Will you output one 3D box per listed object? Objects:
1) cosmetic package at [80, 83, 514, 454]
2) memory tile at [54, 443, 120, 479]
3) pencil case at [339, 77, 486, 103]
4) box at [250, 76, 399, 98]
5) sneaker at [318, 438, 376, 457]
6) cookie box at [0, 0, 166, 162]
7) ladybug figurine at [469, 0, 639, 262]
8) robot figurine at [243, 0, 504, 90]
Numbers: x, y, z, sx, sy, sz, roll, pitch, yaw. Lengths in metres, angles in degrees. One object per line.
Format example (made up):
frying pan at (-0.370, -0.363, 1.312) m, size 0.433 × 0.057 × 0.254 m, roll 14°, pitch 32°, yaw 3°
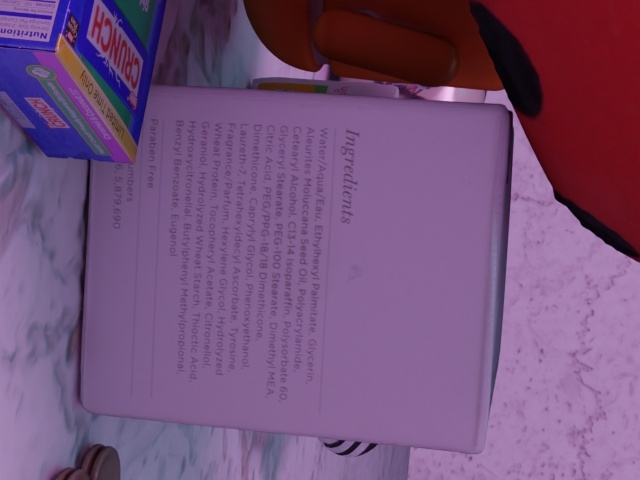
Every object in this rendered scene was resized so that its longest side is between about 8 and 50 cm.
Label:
cosmetic package at (-0.002, 0.006, 0.551) m, size 0.151 × 0.184 × 0.151 m, roll -19°, pitch 114°, yaw -78°
memory tile at (-0.113, 0.171, 0.495) m, size 0.113 × 0.012 × 0.148 m, roll -34°, pitch 128°, yaw -77°
pencil case at (0.096, -0.181, 1.095) m, size 0.183 × 0.160 × 0.410 m, roll 95°, pitch 3°, yaw -75°
box at (0.000, 0.000, 0.790) m, size 0.203 × 0.103 × 0.114 m, roll 85°, pitch 14°, yaw -44°
sneaker at (0.042, 0.064, 0.950) m, size 0.228 × 0.132 × 0.086 m, roll -49°, pitch 128°, yaw -18°
cookie box at (-0.089, -0.095, 0.419) m, size 0.092 × 0.040 × 0.107 m, roll 70°, pitch 28°, yaw -69°
ladybug figurine at (0.137, -0.157, 0.466) m, size 0.449 × 0.162 × 0.305 m, roll 67°, pitch 22°, yaw -17°
robot figurine at (0.048, -0.154, 0.652) m, size 0.128 × 0.219 × 0.158 m, roll 60°, pitch 37°, yaw -75°
